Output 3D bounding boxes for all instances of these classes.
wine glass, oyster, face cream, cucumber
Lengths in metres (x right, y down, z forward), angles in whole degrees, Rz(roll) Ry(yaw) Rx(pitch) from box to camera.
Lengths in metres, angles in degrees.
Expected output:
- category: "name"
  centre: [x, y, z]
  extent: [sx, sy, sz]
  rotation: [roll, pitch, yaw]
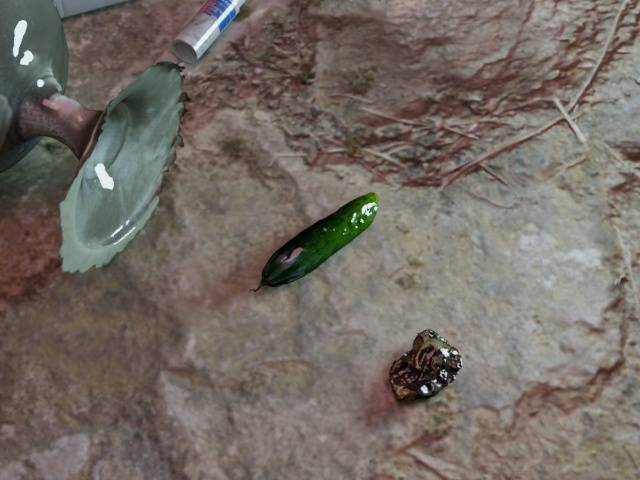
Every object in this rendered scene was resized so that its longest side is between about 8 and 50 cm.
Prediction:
- category: "wine glass"
  centre: [-0.305, -0.138, 1.295]
  extent: [0.323, 0.238, 0.238]
  rotation: [26, 58, 17]
- category: "oyster"
  centre: [0.093, 0.116, 1.247]
  extent: [0.054, 0.019, 0.083]
  rotation: [33, 60, 19]
- category: "face cream"
  centre: [-0.111, -0.244, 1.491]
  extent: [0.034, 0.034, 0.130]
  rotation: [26, 57, 16]
- category: "cucumber"
  centre: [0.000, 0.000, 1.317]
  extent: [0.168, 0.039, 0.039]
  rotation: [-36, 63, -26]

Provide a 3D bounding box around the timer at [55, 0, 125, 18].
- category: "timer"
  centre: [-0.312, -0.365, 1.473]
  extent: [0.194, 0.192, 0.195]
  rotation: [-19, 57, -14]
